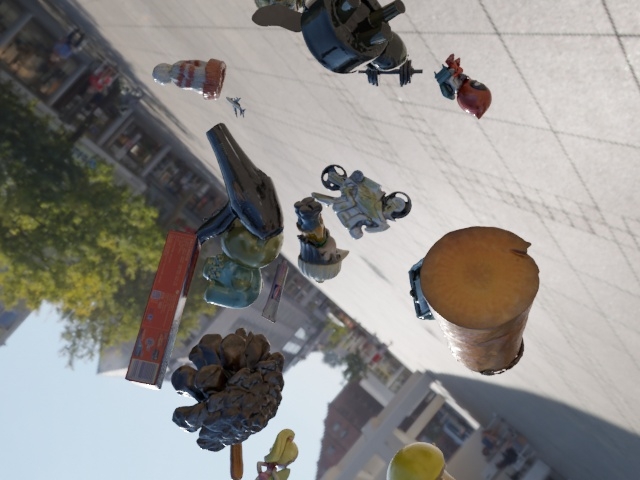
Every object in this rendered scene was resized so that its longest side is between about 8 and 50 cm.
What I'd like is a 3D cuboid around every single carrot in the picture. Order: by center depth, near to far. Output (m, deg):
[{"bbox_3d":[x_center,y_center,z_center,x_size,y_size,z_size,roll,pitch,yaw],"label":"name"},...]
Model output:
[{"bbox_3d":[0.285,0.116,1.084,0.196,0.196,0.254,38,165,31],"label":"carrot"},{"bbox_3d":[-0.257,0.610,1.847,0.043,0.043,0.248,45,-152,-45],"label":"carrot"}]

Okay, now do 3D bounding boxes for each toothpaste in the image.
[{"bbox_3d":[-0.320,0.140,1.251,0.066,0.321,0.076,13,160,-1],"label":"toothpaste"},{"bbox_3d":[-0.109,0.121,1.514,0.028,0.170,0.045,-15,140,41],"label":"toothpaste"}]

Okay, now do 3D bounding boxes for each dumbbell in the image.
[{"bbox_3d":[0.225,-0.544,1.955,0.208,0.099,0.099,3,166,12],"label":"dumbbell"}]

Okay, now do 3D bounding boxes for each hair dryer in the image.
[{"bbox_3d":[-0.268,-0.071,1.444,0.304,0.359,0.120,56,-159,11],"label":"hair dryer"}]

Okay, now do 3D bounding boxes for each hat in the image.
[{"bbox_3d":[-0.301,-0.378,1.382,0.162,0.094,0.112,12,-162,-3],"label":"hat"}]

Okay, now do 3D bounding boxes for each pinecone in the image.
[{"bbox_3d":[-0.164,0.258,1.069,0.202,0.229,0.201,12,-153,-17],"label":"pinecone"}]

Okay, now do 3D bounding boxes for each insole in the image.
[{"bbox_3d":[-0.081,-0.457,1.246,0.188,0.064,0.004,32,171,42],"label":"insole"}]

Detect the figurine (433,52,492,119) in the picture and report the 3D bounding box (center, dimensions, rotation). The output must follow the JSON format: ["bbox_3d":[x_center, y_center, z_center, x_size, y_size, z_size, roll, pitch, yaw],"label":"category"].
[{"bbox_3d":[0.297,-0.311,1.252,0.140,0.075,0.068,55,-153,18],"label":"figurine"}]

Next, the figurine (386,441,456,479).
[{"bbox_3d":[0.329,0.690,1.612,0.343,0.187,0.215,38,150,31],"label":"figurine"}]

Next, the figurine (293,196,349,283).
[{"bbox_3d":[-0.028,0.009,2.299,0.332,0.204,0.185,57,174,-33],"label":"figurine"}]

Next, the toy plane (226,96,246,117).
[{"bbox_3d":[-0.250,-0.400,1.796,0.084,0.024,0.078,50,146,20],"label":"toy plane"}]

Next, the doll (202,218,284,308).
[{"bbox_3d":[-0.193,0.034,1.547,0.161,0.261,0.177,16,-155,-20],"label":"doll"}]

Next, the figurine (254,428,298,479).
[{"bbox_3d":[-0.111,0.506,1.342,0.083,0.187,0.083,31,149,22],"label":"figurine"}]

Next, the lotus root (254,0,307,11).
[{"bbox_3d":[-0.127,-0.765,1.882,0.175,0.175,0.349,42,-175,-19],"label":"lotus root"}]

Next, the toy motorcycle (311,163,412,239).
[{"bbox_3d":[0.088,-0.080,1.392,0.228,0.151,0.074,24,-173,9],"label":"toy motorcycle"}]

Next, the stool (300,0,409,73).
[{"bbox_3d":[0.077,-0.395,1.097,0.139,0.227,0.154,-17,84,51],"label":"stool"}]

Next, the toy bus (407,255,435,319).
[{"bbox_3d":[0.408,0.110,1.755,0.199,0.184,0.343,-1,161,-17],"label":"toy bus"}]
